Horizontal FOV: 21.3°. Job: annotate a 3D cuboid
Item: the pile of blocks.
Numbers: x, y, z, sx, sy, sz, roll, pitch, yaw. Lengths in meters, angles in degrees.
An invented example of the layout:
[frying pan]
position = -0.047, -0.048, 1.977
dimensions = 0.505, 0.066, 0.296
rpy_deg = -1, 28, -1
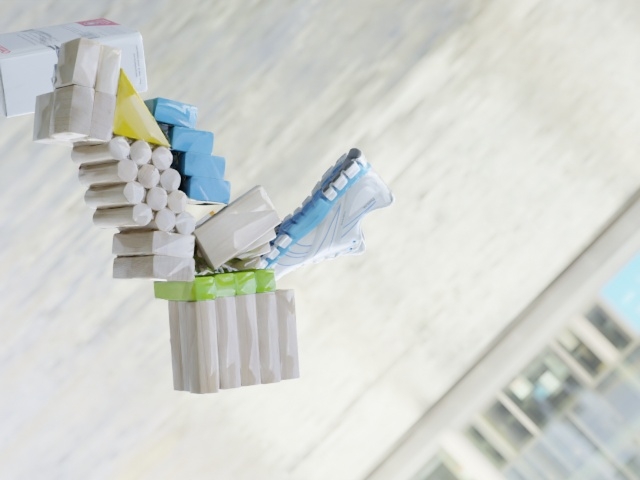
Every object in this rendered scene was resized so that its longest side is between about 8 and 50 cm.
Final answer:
[pile of blocks]
position = -0.139, -0.023, 1.534
dimensions = 0.149, 0.362, 0.113
rpy_deg = -33, -164, -28

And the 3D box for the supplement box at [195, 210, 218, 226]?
[supplement box]
position = -0.143, 0.010, 1.879
dimensions = 0.098, 0.036, 0.062
rpy_deg = -35, 174, 6

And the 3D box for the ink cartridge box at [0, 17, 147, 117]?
[ink cartridge box]
position = -0.264, -0.174, 1.691
dimensions = 0.150, 0.063, 0.109
rpy_deg = -14, -159, -24

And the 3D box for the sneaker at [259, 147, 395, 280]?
[sneaker]
position = 0.000, 0.000, 1.730
dimensions = 0.191, 0.083, 0.071
rpy_deg = -44, -165, 16
